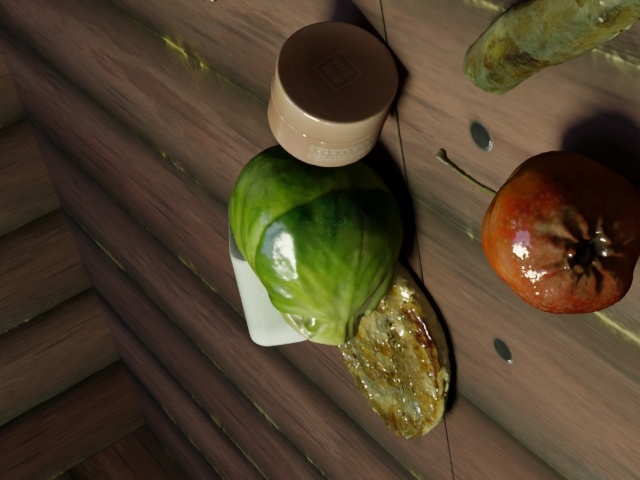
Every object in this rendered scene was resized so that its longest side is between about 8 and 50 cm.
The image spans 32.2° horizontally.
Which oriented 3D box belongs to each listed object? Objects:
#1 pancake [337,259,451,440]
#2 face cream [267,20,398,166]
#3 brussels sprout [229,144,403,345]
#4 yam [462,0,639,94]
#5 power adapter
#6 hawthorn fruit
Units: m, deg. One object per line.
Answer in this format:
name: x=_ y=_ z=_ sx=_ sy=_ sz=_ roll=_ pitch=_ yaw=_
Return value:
pancake: x=0.088 y=0.135 z=1.697 sx=0.356 sy=0.065 sz=0.356 roll=46 pitch=153 yaw=32
face cream: x=0.013 y=-0.178 z=1.352 sx=0.149 sy=0.149 sz=0.104 roll=54 pitch=159 yaw=16
brussels sprout: x=0.000 y=0.000 z=1.502 sx=0.210 sy=0.219 sz=0.271 roll=-158 pitch=60 yaw=-63
yam: x=0.217 y=-0.197 z=0.986 sx=0.317 sy=0.067 sz=0.071 roll=156 pitch=115 yaw=-69
power adapter: x=-0.076 y=0.015 z=1.765 sx=0.187 sy=0.124 sz=0.255 roll=-98 pitch=-1 yaw=-51
hawthorn fruit: x=0.206 y=-0.025 z=1.129 sx=0.285 sy=0.165 sz=0.165 roll=31 pitch=144 yaw=61
